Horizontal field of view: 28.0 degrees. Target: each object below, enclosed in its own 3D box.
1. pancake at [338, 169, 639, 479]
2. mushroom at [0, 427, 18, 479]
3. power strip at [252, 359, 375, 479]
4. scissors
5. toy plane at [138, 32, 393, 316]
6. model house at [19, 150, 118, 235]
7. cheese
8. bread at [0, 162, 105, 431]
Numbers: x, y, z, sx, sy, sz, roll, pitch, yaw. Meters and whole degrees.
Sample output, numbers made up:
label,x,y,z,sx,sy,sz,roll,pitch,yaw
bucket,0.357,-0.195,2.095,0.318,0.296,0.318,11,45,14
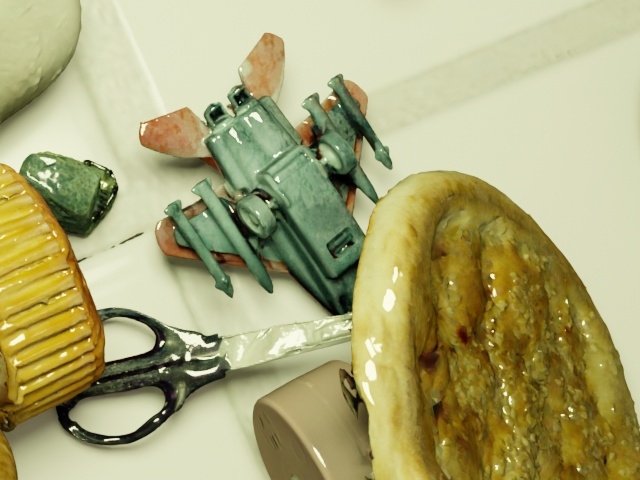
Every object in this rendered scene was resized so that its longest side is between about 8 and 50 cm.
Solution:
label,x,y,z,sx,sy,sz,roll,pitch,yaw
pancake,0.150,0.134,1.005,0.382,0.071,0.382,26,53,-41
mushroom,-0.379,0.157,0.815,0.345,0.260,0.345,3,44,-3
power strip,0.014,0.175,0.999,0.078,0.154,0.154,-25,88,-20
scissors,-0.066,0.088,1.016,0.299,0.022,0.109,-11,83,1
toy plane,0.002,-0.001,1.053,0.223,0.104,0.326,-39,93,-19
model house,-0.199,-0.044,1.012,0.078,0.083,0.066,22,73,-11
cheese,-0.282,-0.177,0.974,0.189,0.154,0.198,-33,91,-24
bread,-0.235,0.034,0.936,0.104,0.199,0.199,-28,89,-28
